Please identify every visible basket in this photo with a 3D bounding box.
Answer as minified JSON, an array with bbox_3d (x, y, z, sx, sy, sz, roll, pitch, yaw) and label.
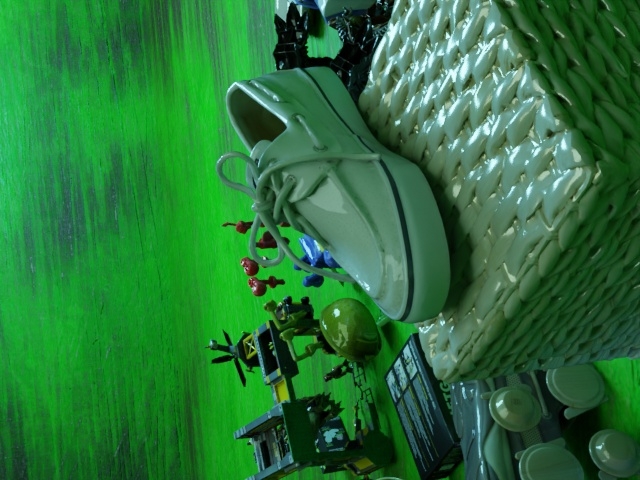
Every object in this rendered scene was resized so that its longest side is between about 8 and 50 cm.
[{"bbox_3d":[0.214,-0.088,0.833,0.331,0.266,0.328,111,146,-52],"label":"basket"}]

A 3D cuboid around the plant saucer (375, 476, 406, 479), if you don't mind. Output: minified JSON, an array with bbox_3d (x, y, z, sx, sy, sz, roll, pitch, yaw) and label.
[{"bbox_3d":[0.147,0.459,1.367,0.241,0.037,0.241,22,119,47],"label":"plant saucer"}]

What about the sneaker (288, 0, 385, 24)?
[{"bbox_3d":[0.024,-0.417,1.469,0.182,0.127,0.316,106,158,-50],"label":"sneaker"}]

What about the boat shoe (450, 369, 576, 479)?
[{"bbox_3d":[0.226,0.197,1.062,0.132,0.130,0.356,97,176,-51],"label":"boat shoe"}]

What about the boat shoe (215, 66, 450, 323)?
[{"bbox_3d":[-0.017,-0.054,0.855,0.367,0.156,0.136,-117,28,-45],"label":"boat shoe"}]

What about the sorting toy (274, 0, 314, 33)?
[{"bbox_3d":[-0.046,-0.484,1.738,0.208,0.038,0.193,-133,42,-64],"label":"sorting toy"}]

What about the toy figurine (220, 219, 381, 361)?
[{"bbox_3d":[0.000,0.000,1.526,0.363,0.191,0.217,60,136,42],"label":"toy figurine"}]

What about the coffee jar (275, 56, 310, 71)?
[{"bbox_3d":[-0.022,-0.262,1.656,0.184,0.079,0.096,-124,33,-50],"label":"coffee jar"}]

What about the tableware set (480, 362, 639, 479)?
[{"bbox_3d":[0.252,0.195,0.964,0.020,0.141,0.169,95,159,-46],"label":"tableware set"}]

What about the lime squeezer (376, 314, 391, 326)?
[{"bbox_3d":[0.126,0.030,1.311,0.059,0.109,0.310,-81,-11,-46],"label":"lime squeezer"}]

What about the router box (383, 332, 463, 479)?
[{"bbox_3d":[0.157,0.241,1.352,0.133,0.046,0.179,113,145,-50],"label":"router box"}]

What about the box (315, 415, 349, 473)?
[{"bbox_3d":[0.021,0.382,1.732,0.083,0.052,0.062,-113,27,-42],"label":"box"}]

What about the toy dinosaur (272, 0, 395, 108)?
[{"bbox_3d":[0.059,-0.219,1.260,0.164,0.218,0.322,-4,77,32],"label":"toy dinosaur"}]

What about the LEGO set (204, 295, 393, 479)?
[{"bbox_3d":[-0.039,0.280,1.589,0.192,0.254,0.331,-39,65,46],"label":"LEGO set"}]
